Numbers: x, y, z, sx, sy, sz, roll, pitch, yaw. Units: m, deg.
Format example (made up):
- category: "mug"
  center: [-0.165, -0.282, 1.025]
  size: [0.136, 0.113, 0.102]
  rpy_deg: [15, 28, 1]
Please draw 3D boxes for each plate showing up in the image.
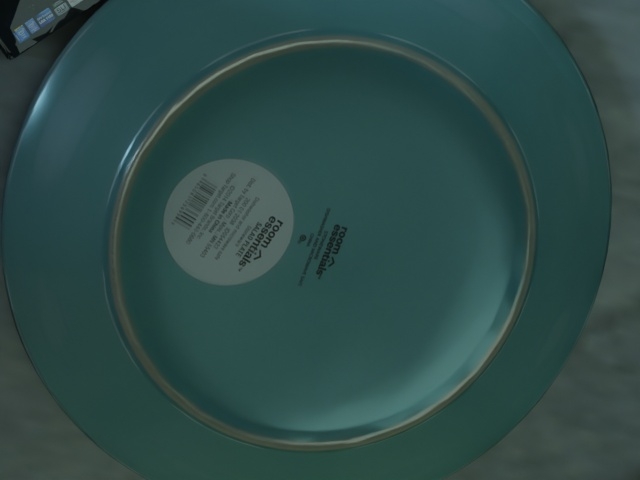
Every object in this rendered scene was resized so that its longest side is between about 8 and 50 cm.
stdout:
- category: "plate"
  center: [0.000, 0.000, 0.538]
  size: [0.188, 0.024, 0.188]
  rpy_deg: [-3, 108, -10]

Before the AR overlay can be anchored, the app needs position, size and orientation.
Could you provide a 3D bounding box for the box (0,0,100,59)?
- category: "box"
  center: [-0.074, -0.102, 0.519]
  size: [0.083, 0.018, 0.067]
  rpy_deg: [-33, 104, 1]
